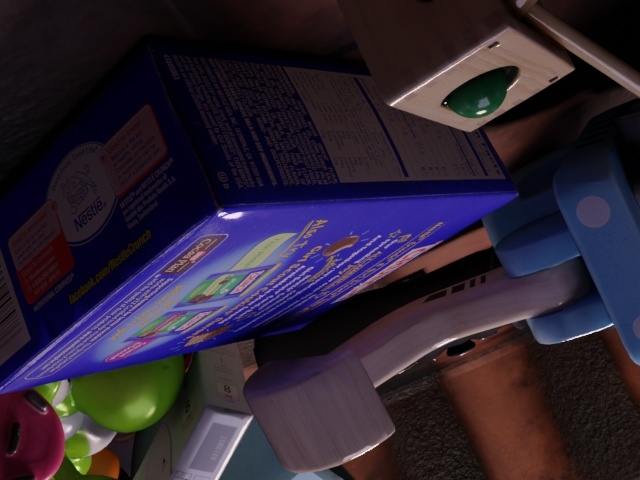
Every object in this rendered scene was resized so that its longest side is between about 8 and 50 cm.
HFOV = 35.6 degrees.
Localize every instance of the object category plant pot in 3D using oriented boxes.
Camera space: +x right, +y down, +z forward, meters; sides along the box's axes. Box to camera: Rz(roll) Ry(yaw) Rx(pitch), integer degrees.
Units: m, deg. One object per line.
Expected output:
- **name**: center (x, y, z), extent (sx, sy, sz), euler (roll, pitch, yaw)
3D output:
- **plant pot**: center (-0.124, 0.291, 1.254), extent (0.195, 0.290, 0.290), euler (-51, 166, -5)

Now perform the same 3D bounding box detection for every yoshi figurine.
- **yoshi figurine**: center (-0.220, 0.162, 1.009), extent (0.203, 0.203, 0.362), euler (-35, 167, -18)

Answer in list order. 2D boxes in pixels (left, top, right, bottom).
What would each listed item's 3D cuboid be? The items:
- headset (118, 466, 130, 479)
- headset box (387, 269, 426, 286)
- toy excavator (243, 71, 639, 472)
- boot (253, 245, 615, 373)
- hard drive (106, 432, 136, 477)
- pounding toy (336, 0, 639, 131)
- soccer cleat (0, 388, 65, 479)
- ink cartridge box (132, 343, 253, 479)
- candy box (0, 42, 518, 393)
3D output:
- **headset**: center (-0.371, 0.350, 1.215), extent (0.243, 0.185, 0.394), euler (-38, 127, 1)
- **headset box**: center (0.140, 0.077, 1.521), extent (0.062, 0.032, 0.083), euler (-25, 164, 6)
- **toy excavator**: center (0.197, 0.033, 0.894), extent (0.445, 0.222, 0.433), euler (-24, -172, 30)
- **boot**: center (0.130, 0.090, 1.222), extent (0.445, 0.146, 0.367), euler (-14, 172, 3)
- **hard drive**: center (-0.312, 0.413, 1.412), extent (0.237, 0.338, 0.064), euler (-23, 173, 3)
- **pounding toy**: center (0.087, -0.120, 0.523), extent (0.100, 0.141, 0.130), euler (-31, 164, 26)
- **soccer cleat**: center (-0.368, 0.141, 0.769), extent (0.331, 0.116, 0.143), euler (15, 157, -37)
- **ink cartridge box**: center (-0.143, 0.171, 1.027), extent (0.066, 0.232, 0.189), euler (16, 116, -26)
- **candy box**: center (-0.057, -0.013, 0.728), extent (0.268, 0.122, 0.317), euler (-35, 160, 37)
